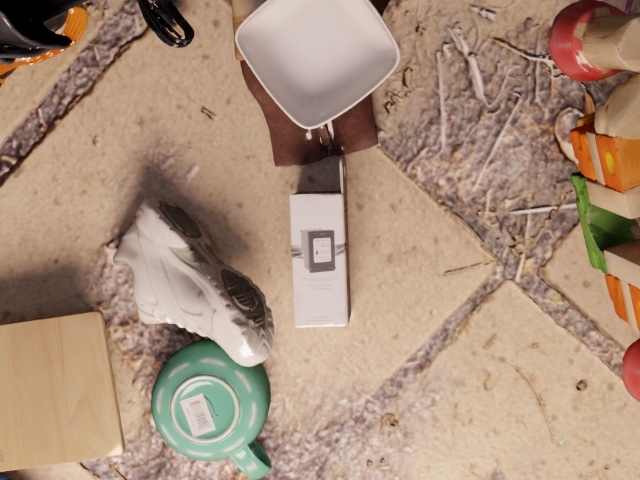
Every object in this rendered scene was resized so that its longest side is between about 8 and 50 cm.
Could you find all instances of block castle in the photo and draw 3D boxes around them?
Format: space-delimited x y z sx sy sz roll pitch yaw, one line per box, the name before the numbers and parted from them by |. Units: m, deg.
block castle | 0.425 -0.053 1.504 0.303 0.213 0.453 -16 102 -8

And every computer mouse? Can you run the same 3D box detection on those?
computer mouse | -0.230 -0.301 1.582 0.242 0.071 0.041 39 128 -2

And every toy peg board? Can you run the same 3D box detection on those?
toy peg board | -0.302 0.165 1.616 0.160 0.079 0.161 -9 92 6

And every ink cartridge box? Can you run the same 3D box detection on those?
ink cartridge box | 0.000 0.000 1.578 0.060 0.104 0.180 -2 93 4

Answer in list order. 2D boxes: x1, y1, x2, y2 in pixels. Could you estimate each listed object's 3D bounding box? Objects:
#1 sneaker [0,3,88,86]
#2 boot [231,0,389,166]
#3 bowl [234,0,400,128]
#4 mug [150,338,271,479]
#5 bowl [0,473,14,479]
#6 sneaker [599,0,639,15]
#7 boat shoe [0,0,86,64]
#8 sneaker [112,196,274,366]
sneaker | -0.387 -0.229 1.595 0.262 0.099 0.121 -27 72 6
boot | 0.036 -0.206 1.588 0.248 0.090 0.207 -17 105 2
bowl | -0.001 -0.205 1.514 0.142 0.053 0.142 -36 100 10
mug | -0.110 0.184 1.598 0.157 0.097 0.129 23 94 1
bowl | -0.436 0.437 1.640 0.391 0.077 0.391 0 94 3
sneaker | 0.303 -0.392 1.554 0.152 0.114 0.305 4 97 26
boat shoe | -0.328 -0.245 1.422 0.500 0.187 0.156 -27 82 17
sneaker | -0.143 0.065 1.587 0.115 0.090 0.232 -50 62 19
